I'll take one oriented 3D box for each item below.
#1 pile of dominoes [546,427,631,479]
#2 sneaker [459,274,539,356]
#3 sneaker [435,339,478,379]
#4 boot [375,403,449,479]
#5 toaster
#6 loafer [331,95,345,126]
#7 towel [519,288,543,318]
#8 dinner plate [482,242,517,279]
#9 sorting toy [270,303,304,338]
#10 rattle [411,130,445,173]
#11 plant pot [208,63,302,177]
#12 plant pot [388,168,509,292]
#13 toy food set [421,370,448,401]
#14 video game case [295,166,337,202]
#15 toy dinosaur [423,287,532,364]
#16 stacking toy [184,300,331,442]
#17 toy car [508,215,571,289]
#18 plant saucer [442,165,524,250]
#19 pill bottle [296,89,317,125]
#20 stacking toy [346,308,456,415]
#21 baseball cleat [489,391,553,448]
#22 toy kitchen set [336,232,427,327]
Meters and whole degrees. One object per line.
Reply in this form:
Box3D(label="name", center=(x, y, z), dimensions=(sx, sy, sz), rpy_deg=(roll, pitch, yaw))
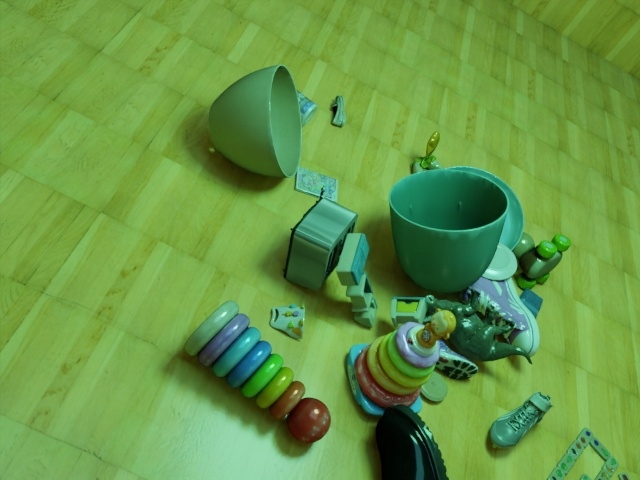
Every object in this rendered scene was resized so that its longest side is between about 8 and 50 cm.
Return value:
Box3D(label="pile of dominoes", center=(0.662, 0.580, 1.600), dimensions=(0.251, 0.040, 0.196), rpy_deg=(-29, 71, -42))
Box3D(label="sneaker", center=(0.455, 0.190, 1.779), dimensions=(0.160, 0.102, 0.282), rpy_deg=(4, 42, -23))
Box3D(label="sneaker", center=(0.307, 0.278, 1.634), dimensions=(0.169, 0.068, 0.071), rpy_deg=(28, 37, -7))
Box3D(label="boot", center=(0.120, 0.494, 1.292), dimensions=(0.260, 0.131, 0.348), rpy_deg=(0, 54, -30))
Box3D(label="toaster", center=(0.000, 0.000, 1.599), dimensions=(0.110, 0.186, 0.168), rpy_deg=(24, 42, 14))
Box3D(label="loafer", center=(0.052, -0.404, 2.079), dimensions=(0.039, 0.045, 0.125), rpy_deg=(7, 53, -17))
Box3D(label="towel", center=(0.581, 0.189, 1.892), dimensions=(0.067, 0.029, 0.119), rpy_deg=(40, 45, 5))
Box3D(label="dinner plate", center=(0.469, 0.047, 1.837), dimensions=(0.141, 0.017, 0.141), rpy_deg=(3, 49, -4))
Box3D(label="sorting toy", center=(-0.074, 0.175, 1.523), dimensions=(0.075, 0.045, 0.083), rpy_deg=(4, 49, -3))
Box3D(label="rattle", center=(0.377, -0.205, 2.035), dimensions=(0.130, 0.143, 0.200), rpy_deg=(14, 39, -45))
Box3D(label="plant pot", center=(-0.175, -0.298, 1.728), dimensions=(0.190, 0.284, 0.284), rpy_deg=(-2, 45, 13))
Box3D(label="plant pot", center=(0.320, -0.009, 1.723), dimensions=(0.292, 0.235, 0.293), rpy_deg=(-2, 35, 1))
Box3D(label="toy food set", center=(0.261, 0.341, 1.583), dimensions=(0.082, 0.020, 0.083), rpy_deg=(42, 45, 8))
Box3D(label="video game case", center=(-0.010, -0.153, 1.851), dimensions=(0.122, 0.011, 0.087), rpy_deg=(18, 46, -17))
Box3D(label="toy dinosaur", center=(0.379, 0.225, 1.683), dimensions=(0.313, 0.121, 0.160), rpy_deg=(41, 82, -2))
Box3D(label="stacking toy", center=(-0.114, 0.280, 1.352), dimensions=(0.330, 0.141, 0.141), rpy_deg=(45, 45, 2))
Box3D(label="toy car", center=(0.601, 0.019, 1.974), dimensions=(0.148, 0.155, 0.188), rpy_deg=(-18, 51, -39))
Box3D(label="plant saucer", center=(0.426, -0.071, 1.944), dimensions=(0.317, 0.044, 0.318), rpy_deg=(2, 63, -3))
Box3D(label="pill bottle", center=(-0.084, -0.405, 1.973), dimensions=(0.137, 0.078, 0.078), rpy_deg=(38, 44, 4))
Box3D(label="stacking toy", center=(0.194, 0.239, 1.429), dimensions=(0.165, 0.302, 0.175), rpy_deg=(6, 52, -26))
Box3D(label="baseball cleat", center=(0.473, 0.411, 1.584), dimensions=(0.072, 0.110, 0.205), rpy_deg=(41, 38, 26))
Box3D(label="toy kitchen set", center=(0.152, 0.095, 1.571), dimensions=(0.166, 0.207, 0.122), rpy_deg=(-1, 46, 21))
